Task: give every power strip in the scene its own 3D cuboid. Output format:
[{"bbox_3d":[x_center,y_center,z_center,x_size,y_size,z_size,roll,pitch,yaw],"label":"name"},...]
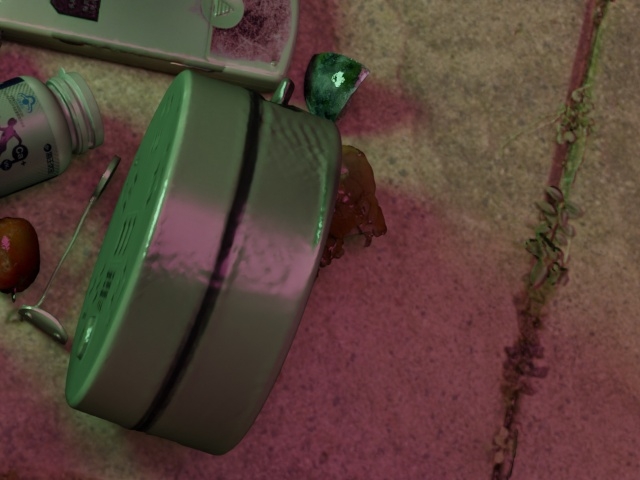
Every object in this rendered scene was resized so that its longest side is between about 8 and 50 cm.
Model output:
[{"bbox_3d":[-0.110,0.009,1.860,0.161,0.357,0.357,20,70,-11],"label":"power strip"}]

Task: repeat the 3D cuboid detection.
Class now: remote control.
[{"bbox_3d":[-0.190,-0.252,2.070,0.344,0.050,0.145,12,71,-13],"label":"remote control"}]

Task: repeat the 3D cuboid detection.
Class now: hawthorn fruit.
[{"bbox_3d":[-0.306,0.013,1.950,0.077,0.077,0.077,4,73,-15],"label":"hawthorn fruit"}]

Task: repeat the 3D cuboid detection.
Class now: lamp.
[{"bbox_3d":[-0.234,0.006,1.983,0.056,0.050,0.198,27,71,-4],"label":"lamp"}]

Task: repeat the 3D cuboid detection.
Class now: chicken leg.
[{"bbox_3d":[-0.003,-0.002,2.024,0.101,0.085,0.207,41,58,-29],"label":"chicken leg"}]

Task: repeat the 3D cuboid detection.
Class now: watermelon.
[{"bbox_3d":[0.020,-0.158,2.114,0.061,0.085,0.085,-5,73,-48],"label":"watermelon"}]

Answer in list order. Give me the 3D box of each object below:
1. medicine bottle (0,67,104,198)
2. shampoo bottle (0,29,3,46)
[{"bbox_3d":[-0.315,-0.098,1.958,0.191,0.107,0.107,-23,82,-21],"label":"medicine bottle"},{"bbox_3d":[-0.425,-0.196,1.976,0.214,0.072,0.072,9,72,-12],"label":"shampoo bottle"}]
